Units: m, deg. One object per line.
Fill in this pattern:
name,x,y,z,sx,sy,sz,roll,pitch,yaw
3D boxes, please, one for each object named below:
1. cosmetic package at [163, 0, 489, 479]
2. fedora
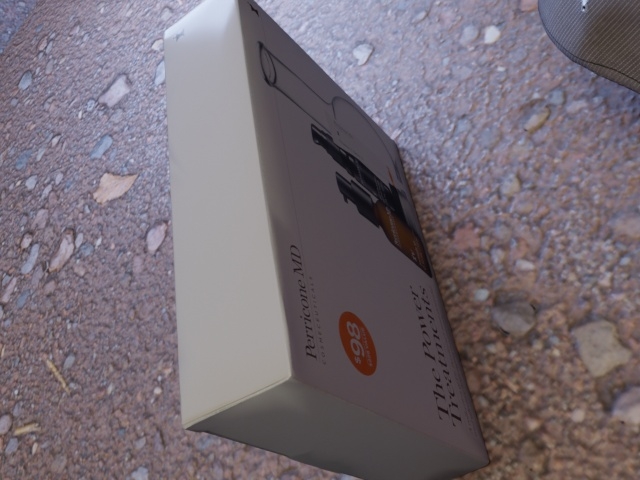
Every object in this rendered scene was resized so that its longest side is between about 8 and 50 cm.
cosmetic package,0.000,0.000,0.612,0.097,0.284,0.377,-30,52,25
fedora,0.274,-0.189,0.562,0.275,0.243,0.124,59,137,40
